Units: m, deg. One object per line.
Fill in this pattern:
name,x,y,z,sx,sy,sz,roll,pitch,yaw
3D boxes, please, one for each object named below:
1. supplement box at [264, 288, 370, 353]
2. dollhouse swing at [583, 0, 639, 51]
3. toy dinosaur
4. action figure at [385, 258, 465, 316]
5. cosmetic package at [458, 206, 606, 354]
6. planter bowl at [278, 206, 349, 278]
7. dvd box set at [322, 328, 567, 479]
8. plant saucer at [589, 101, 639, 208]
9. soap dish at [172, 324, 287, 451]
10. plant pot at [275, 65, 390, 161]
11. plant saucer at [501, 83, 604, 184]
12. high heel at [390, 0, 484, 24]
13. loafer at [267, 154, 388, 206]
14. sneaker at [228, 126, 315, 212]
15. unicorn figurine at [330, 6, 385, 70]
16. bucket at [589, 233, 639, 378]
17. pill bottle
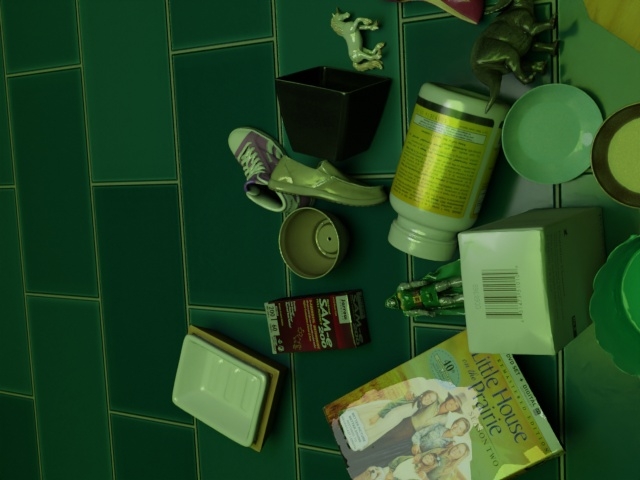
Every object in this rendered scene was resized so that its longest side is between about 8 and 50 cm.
supplement box,-0.010,0.193,1.958,0.239,0.073,0.130,-10,91,32
dollhouse swing,0.680,-0.514,1.428,0.315,0.305,0.347,-43,68,-14
toy dinosaur,0.359,-0.371,1.594,0.160,0.121,0.314,20,82,27
action figure,0.240,0.120,1.799,0.232,0.063,0.137,-15,92,37
cosmetic package,0.397,0.061,1.496,0.156,0.385,0.217,-3,98,34
planter bowl,0.000,0.000,1.903,0.162,0.109,0.162,5,99,31
dvd box set,0.243,0.387,1.704,0.420,0.062,0.308,-30,62,12
plant saucer,0.605,-0.158,1.539,0.198,0.036,0.199,6,100,32
soap dish,-0.227,0.365,2.094,0.290,0.118,0.229,23,108,28
plant pot,0.025,-0.274,1.815,0.187,0.188,0.167,16,116,30
plant saucer,0.445,-0.207,1.602,0.194,0.037,0.195,1,105,3
high heel,0.217,-0.492,1.714,0.244,0.082,0.117,-1,86,20
loafer,0.021,-0.131,1.823,0.268,0.102,0.092,8,95,-6
sneaker,-0.146,-0.171,1.943,0.282,0.161,0.102,43,118,22
unicorn figurine,0.079,-0.449,1.818,0.111,0.060,0.162,-7,93,32
bucket,0.631,0.111,1.473,0.281,0.183,0.281,5,99,32
pill bottle,0.249,-0.137,1.678,0.188,0.188,0.334,24,109,28
